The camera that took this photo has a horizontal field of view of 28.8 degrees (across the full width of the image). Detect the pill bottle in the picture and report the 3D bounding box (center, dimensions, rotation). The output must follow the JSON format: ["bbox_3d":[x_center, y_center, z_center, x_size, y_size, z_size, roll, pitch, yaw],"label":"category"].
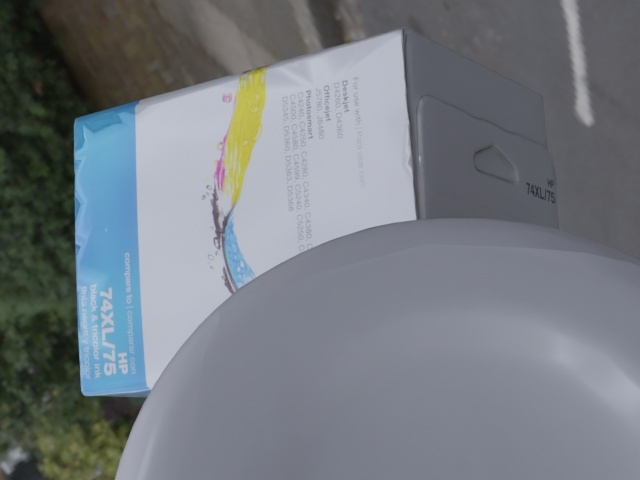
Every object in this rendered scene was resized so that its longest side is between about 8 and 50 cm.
[{"bbox_3d":[0.050,0.188,0.531,0.229,0.229,0.407,51,160,27],"label":"pill bottle"}]

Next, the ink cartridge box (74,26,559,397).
[{"bbox_3d":[0.000,0.000,0.843,0.198,0.270,0.197,12,-109,-54],"label":"ink cartridge box"}]
